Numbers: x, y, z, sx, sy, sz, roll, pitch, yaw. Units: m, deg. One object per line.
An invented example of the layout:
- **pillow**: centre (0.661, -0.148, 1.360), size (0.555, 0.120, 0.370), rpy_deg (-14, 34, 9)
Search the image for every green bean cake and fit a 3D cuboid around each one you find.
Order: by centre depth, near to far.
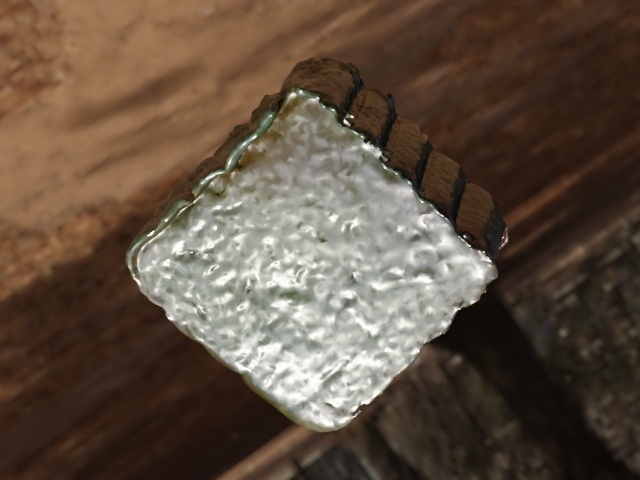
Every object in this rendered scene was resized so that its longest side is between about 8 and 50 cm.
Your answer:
- **green bean cake**: centre (0.000, 0.000, 1.111), size (0.181, 0.173, 0.094), rpy_deg (-46, -173, 26)
